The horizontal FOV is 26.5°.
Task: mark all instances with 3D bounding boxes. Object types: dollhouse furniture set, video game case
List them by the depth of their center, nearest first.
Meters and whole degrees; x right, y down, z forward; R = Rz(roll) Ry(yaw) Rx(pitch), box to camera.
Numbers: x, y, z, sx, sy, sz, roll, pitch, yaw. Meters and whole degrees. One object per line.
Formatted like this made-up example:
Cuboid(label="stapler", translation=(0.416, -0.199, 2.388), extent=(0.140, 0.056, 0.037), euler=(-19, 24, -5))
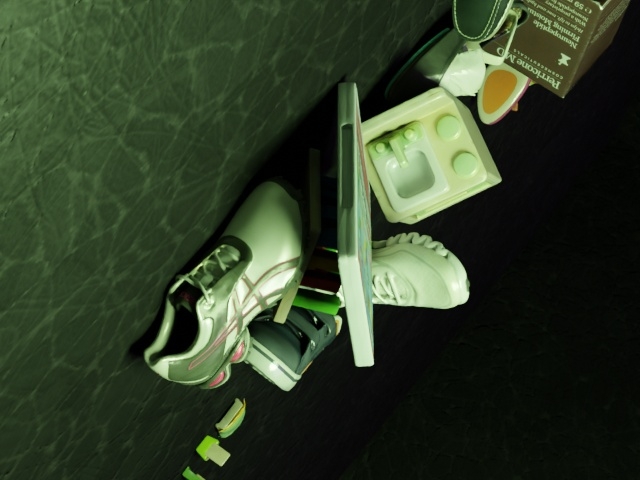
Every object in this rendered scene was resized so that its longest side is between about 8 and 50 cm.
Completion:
Cuboid(label="video game case", translation=(0.042, -0.022, 1.642), extent=(0.204, 0.025, 0.285), euler=(80, 8, -49))
Cuboid(label="dollhouse furniture set", translation=(-0.148, 0.325, 2.130), extent=(0.152, 0.058, 0.076), euler=(-52, 166, -16))

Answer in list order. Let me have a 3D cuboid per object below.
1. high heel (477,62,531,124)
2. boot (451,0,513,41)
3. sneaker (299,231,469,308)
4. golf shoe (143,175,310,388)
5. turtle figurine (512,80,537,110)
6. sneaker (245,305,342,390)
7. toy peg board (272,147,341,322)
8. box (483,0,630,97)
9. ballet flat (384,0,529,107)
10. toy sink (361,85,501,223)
Cuboid(label="high heel", translation=(0.345, -0.305, 2.331), extent=(0.117, 0.082, 0.244), euler=(12, 99, -66))
Cuboid(label="boot", translation=(0.173, -0.327, 1.601), extent=(0.178, 0.085, 0.236), euler=(-41, 148, -52))
Cuboid(label="sneaker", translation=(0.066, 0.049, 1.806), extent=(0.118, 0.292, 0.110), euler=(-39, 125, -36))
Cuboid(label="golf shoe", translation=(-0.105, 0.050, 1.579), extent=(0.120, 0.105, 0.273), euler=(15, 103, -60))
Cuboid(label="turtle figurine", translation=(0.435, -0.363, 2.483), extent=(0.269, 0.087, 0.217), euler=(-55, 166, -6))
Cuboid(label="sneaker", translation=(-0.051, 0.122, 1.875), extent=(0.127, 0.126, 0.321), euler=(-51, 177, 0))
Cuboid(label="toy peg board", translation=(0.000, 0.000, 1.704), extent=(0.161, 0.079, 0.160), euler=(-92, -161, -49))
Cuboid(label="box", translation=(0.370, -0.368, 2.083), extent=(0.167, 0.168, 0.203), euler=(-47, 163, -33))
Cuboid(label="ballet flat", translation=(0.204, -0.266, 1.905), extent=(0.280, 0.096, 0.095), euler=(-48, 165, -28))
Cuboid(label="toy sink", translation=(0.145, -0.108, 1.868), extent=(0.153, 0.131, 0.234), euler=(-26, 171, 12))
